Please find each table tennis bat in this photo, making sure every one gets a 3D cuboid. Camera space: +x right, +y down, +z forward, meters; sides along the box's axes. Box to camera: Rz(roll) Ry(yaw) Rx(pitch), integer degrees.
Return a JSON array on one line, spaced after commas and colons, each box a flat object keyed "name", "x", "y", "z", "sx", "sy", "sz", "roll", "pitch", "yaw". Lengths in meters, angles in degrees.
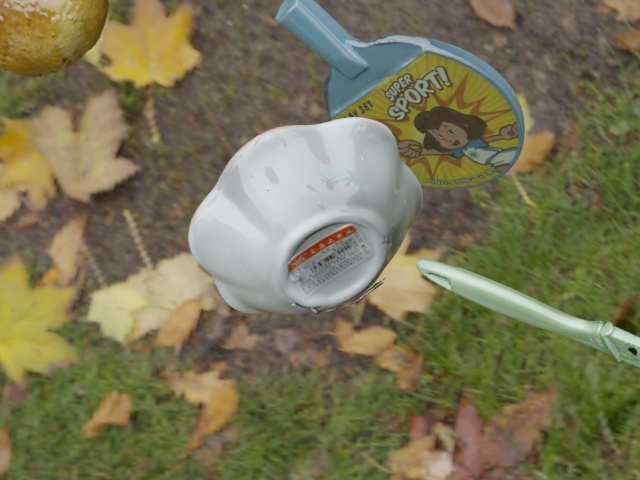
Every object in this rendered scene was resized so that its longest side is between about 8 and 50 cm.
[{"name": "table tennis bat", "x": 0.086, "y": -0.165, "z": 1.728, "sx": 0.215, "sy": 0.329, "sz": 0.044, "roll": -31, "pitch": 33, "yaw": 42}]

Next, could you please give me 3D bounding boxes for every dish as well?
[{"name": "dish", "x": 0.000, "y": 0.000, "z": 1.392, "sx": 0.229, "sy": 0.229, "sz": 0.081, "roll": -43, "pitch": 43, "yaw": 13}]

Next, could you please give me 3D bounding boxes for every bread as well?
[{"name": "bread", "x": -0.205, "y": -0.259, "z": 1.047, "sx": 0.124, "sy": 0.084, "sz": 0.344, "roll": -41, "pitch": 49, "yaw": 42}]

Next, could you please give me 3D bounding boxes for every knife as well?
[{"name": "knife", "x": 0.205, "y": 0.070, "z": 1.143, "sx": 0.293, "sy": 0.043, "sz": 0.020, "roll": 23, "pitch": 68, "yaw": 13}]
